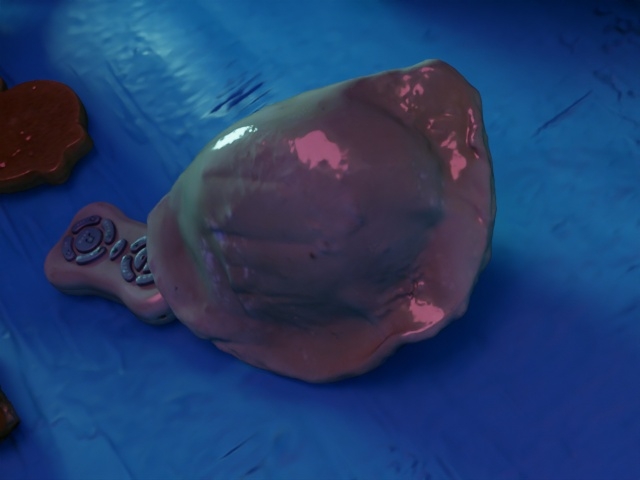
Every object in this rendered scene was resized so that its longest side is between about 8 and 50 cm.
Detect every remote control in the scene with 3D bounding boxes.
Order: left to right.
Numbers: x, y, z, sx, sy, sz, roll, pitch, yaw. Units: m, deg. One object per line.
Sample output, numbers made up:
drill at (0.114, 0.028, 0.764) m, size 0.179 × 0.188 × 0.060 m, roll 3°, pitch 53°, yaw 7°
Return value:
remote control at (-0.134, 0.014, 1.129) m, size 0.122 × 0.032 × 0.074 m, roll 16°, pitch 63°, yaw 33°

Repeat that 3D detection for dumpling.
dumpling at (0.000, 0.000, 1.024) m, size 0.252 × 0.131 × 0.179 m, roll -22°, pitch 80°, yaw 18°

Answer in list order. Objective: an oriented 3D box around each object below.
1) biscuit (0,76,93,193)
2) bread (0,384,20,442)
biscuit at (-0.259, -0.079, 1.265) m, size 0.184 × 0.027 × 0.133 m, roll -14°, pitch 48°, yaw 13°
bread at (-0.292, 0.111, 1.118) m, size 0.136 × 0.054 × 0.154 m, roll -38°, pitch 45°, yaw -2°
